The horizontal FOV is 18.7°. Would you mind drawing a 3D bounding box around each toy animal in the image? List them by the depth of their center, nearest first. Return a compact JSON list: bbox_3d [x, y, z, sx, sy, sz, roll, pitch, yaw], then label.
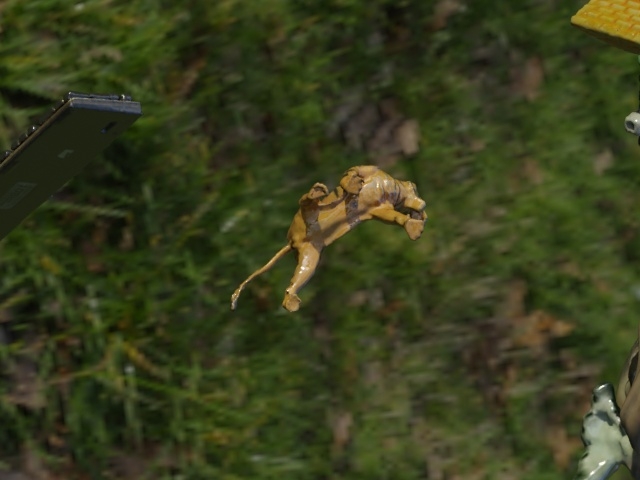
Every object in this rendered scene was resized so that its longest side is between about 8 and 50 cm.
[{"bbox_3d":[-0.003,-0.008,2.184,0.255,0.116,0.114,-30,98,-3],"label":"toy animal"}]

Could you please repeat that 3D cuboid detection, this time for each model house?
[{"bbox_3d":[0.211,-0.112,1.199,0.100,0.087,0.101,-23,122,-38],"label":"model house"}]

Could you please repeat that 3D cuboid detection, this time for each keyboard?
[{"bbox_3d":[-0.305,-0.054,1.937,0.106,0.317,0.027,3,57,-50],"label":"keyboard"}]

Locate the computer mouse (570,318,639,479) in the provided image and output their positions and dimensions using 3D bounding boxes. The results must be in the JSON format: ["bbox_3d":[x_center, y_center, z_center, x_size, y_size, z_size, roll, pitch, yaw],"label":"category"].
[{"bbox_3d":[0.255,0.014,0.929,0.389,0.115,0.199,-44,145,-16],"label":"computer mouse"}]

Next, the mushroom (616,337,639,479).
[{"bbox_3d":[0.358,0.142,1.600,0.215,0.207,0.207,-12,90,-21],"label":"mushroom"}]
